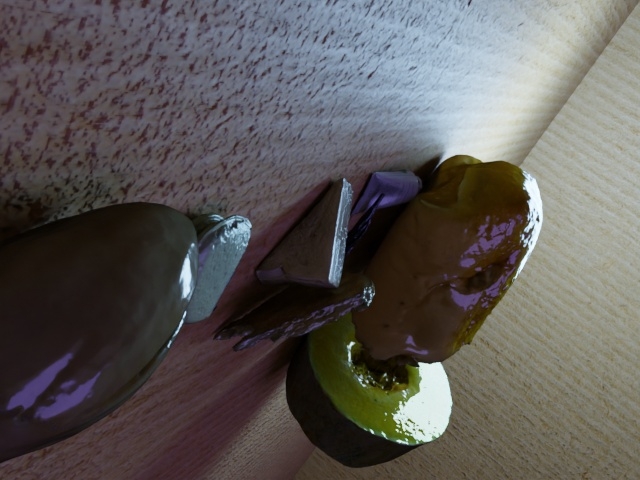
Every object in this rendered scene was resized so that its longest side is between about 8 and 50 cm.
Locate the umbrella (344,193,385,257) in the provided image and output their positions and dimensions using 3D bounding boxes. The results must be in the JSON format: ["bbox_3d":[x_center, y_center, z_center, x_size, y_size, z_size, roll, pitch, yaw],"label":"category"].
[{"bbox_3d":[0.022,0.031,0.990,0.044,0.044,0.269,17,116,-31],"label":"umbrella"}]

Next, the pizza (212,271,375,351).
[{"bbox_3d":[-0.028,0.099,0.849,0.181,0.034,0.262,-5,-165,45],"label":"pizza"}]

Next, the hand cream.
[{"bbox_3d":[0.112,-0.085,0.988,0.142,0.053,0.084,-12,140,-41],"label":"hand cream"}]

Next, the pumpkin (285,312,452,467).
[{"bbox_3d":[0.086,0.314,1.260,0.332,0.332,0.199,-29,155,-51],"label":"pumpkin"}]

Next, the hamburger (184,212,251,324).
[{"bbox_3d":[-0.119,0.021,0.583,0.121,0.054,0.084,-55,159,2],"label":"hamburger"}]

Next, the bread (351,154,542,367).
[{"bbox_3d":[0.253,0.027,1.151,0.394,0.250,0.361,-61,172,29],"label":"bread"}]

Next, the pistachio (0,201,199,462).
[{"bbox_3d":[-0.161,0.047,0.381,0.226,0.135,0.136,-46,165,-51],"label":"pistachio"}]

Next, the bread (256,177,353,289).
[{"bbox_3d":[-0.019,-0.009,0.828,0.077,0.105,0.152,60,38,-72],"label":"bread"}]
